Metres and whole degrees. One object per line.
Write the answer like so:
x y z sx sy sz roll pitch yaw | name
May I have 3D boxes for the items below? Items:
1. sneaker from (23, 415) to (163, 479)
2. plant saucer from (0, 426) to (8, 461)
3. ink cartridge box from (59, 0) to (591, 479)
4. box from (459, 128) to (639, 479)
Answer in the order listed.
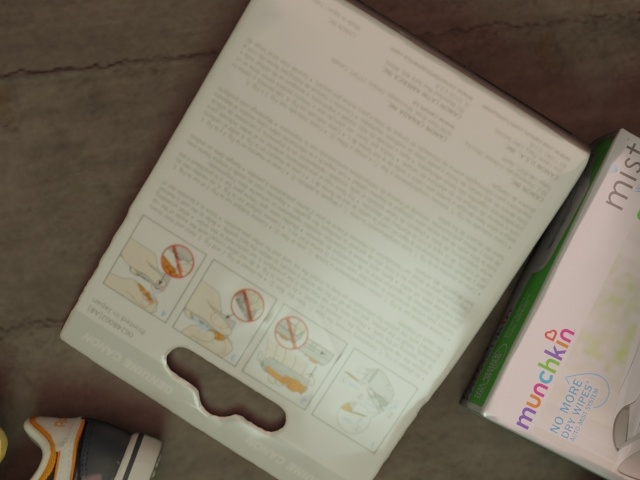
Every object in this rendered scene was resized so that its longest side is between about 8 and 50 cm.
-0.240 0.298 1.018 0.127 0.126 0.321 20 74 -5 | sneaker
-0.476 0.195 1.038 0.332 0.081 0.333 38 85 3 | plant saucer
0.000 0.000 1.086 0.308 0.091 0.385 32 102 1 | ink cartridge box
0.279 0.076 1.049 0.231 0.127 0.262 28 86 -1 | box
